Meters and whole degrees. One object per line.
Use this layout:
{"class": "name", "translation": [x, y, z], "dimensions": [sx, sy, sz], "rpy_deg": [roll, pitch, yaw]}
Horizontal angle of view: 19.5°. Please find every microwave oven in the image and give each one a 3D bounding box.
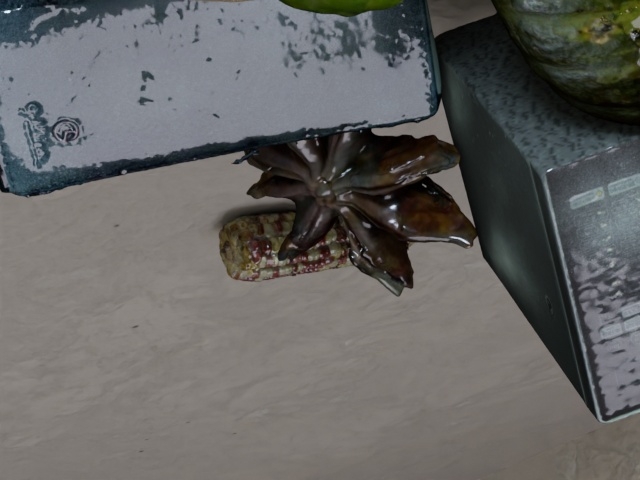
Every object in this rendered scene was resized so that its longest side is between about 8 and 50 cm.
{"class": "microwave oven", "translation": [0.351, -0.089, 1.533], "dimensions": [0.432, 0.374, 0.236], "rpy_deg": [-20, 117, -5]}

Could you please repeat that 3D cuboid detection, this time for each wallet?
{"class": "wallet", "translation": [-0.094, -0.150, 1.514], "dimensions": [0.379, 0.046, 0.190], "rpy_deg": [-13, 121, -4]}

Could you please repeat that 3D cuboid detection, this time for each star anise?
{"class": "star anise", "translation": [0.016, -0.065, 1.690], "dimensions": [0.288, 0.288, 0.088], "rpy_deg": [-37, -172, 46]}

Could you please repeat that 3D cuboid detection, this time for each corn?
{"class": "corn", "translation": [0.000, 0.000, 2.080], "dimensions": [0.237, 0.079, 0.079], "rpy_deg": [-7, 159, -29]}

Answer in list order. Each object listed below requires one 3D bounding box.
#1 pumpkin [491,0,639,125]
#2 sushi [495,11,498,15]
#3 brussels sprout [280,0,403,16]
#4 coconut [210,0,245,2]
{"class": "pumpkin", "translation": [0.249, -0.246, 1.292], "dimensions": [0.320, 0.320, 0.192], "rpy_deg": [-8, -167, -19]}
{"class": "sushi", "translation": [0.264, -0.235, 1.673], "dimensions": [0.280, 0.043, 0.192], "rpy_deg": [-16, 157, -18]}
{"class": "brussels sprout", "translation": [0.021, -0.241, 1.328], "dimensions": [0.162, 0.143, 0.180], "rpy_deg": [4, -147, 31]}
{"class": "coconut", "translation": [-0.094, -0.252, 1.147], "dimensions": [0.234, 0.224, 0.224], "rpy_deg": [-3, 157, -35]}
